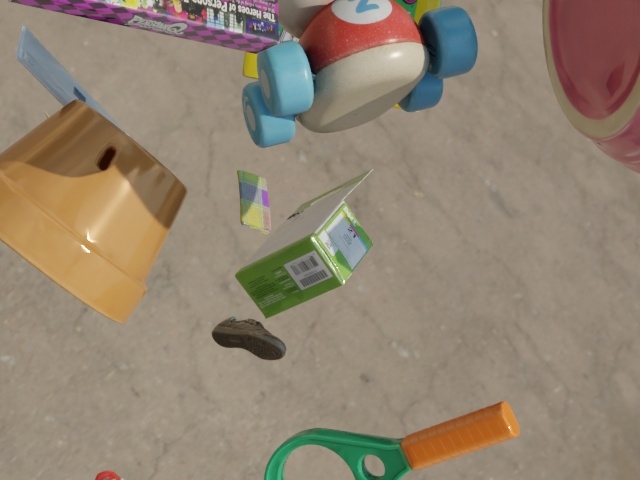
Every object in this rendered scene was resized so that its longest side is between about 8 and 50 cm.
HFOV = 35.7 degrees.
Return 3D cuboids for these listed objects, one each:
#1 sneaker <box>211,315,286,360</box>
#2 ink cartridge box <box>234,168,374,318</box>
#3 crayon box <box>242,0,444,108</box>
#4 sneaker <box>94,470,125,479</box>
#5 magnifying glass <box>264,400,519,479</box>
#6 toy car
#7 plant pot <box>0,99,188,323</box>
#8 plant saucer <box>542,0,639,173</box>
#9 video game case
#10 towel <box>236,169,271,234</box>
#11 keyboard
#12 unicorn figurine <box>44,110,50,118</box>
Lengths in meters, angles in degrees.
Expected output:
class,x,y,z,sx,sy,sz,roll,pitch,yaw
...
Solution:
class,x,y,z,sx,sy,sz,roll,pitch,yaw
sneaker,-0.136,0.188,2.016,0.071,0.188,0.066,-48,134,-37
ink cartridge box,0.000,0.000,1.684,0.097,0.188,0.255,55,39,-12
crayon box,0.053,-0.429,1.669,0.312,0.363,0.106,12,18,6
sneaker,-0.412,0.477,1.591,0.118,0.279,0.107,53,3,42
magnifying glass,0.052,0.180,0.806,0.026,0.230,0.092,-21,86,-62
toy car,0.012,-0.249,1.062,0.219,0.210,0.238,-16,83,-14
plant pot,-0.318,-0.052,1.357,0.291,0.203,0.291,39,-6,5
plant saucer,0.307,-0.227,0.981,0.084,0.332,0.332,-5,56,-12
video game case,-0.137,-0.273,0.800,0.232,0.041,0.210,3,79,-41
towel,-0.093,-0.053,1.373,0.060,0.009,0.083,17,61,-49
keyboard,-0.358,-0.206,1.467,0.256,0.014,0.072,51,20,-43
unicorn figurine,-0.398,-0.163,1.684,0.060,0.111,0.162,-59,126,-74
